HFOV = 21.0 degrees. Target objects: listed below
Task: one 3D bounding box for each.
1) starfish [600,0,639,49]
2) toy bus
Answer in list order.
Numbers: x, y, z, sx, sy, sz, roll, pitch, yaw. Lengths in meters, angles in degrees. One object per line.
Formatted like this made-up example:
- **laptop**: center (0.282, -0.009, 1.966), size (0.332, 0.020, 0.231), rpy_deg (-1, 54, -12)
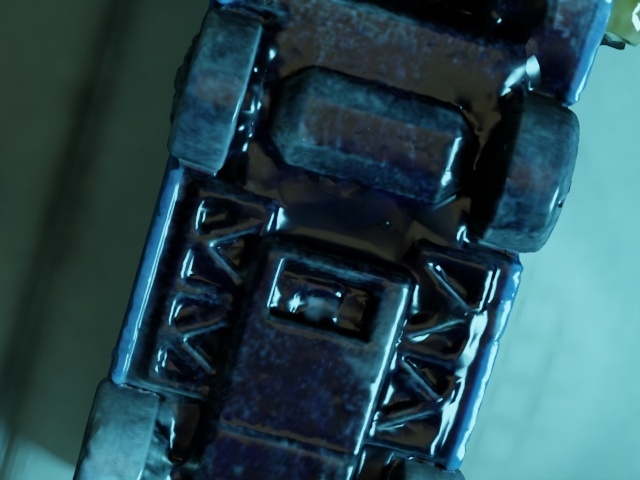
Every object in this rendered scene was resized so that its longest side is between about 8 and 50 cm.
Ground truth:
- **starfish**: center (0.155, -0.242, 0.531), size (0.324, 0.082, 0.432), rpy_deg (-37, 100, -1)
- **toy bus**: center (0.000, 0.000, 0.520), size (0.116, 0.133, 0.234), rpy_deg (16, 101, -5)
